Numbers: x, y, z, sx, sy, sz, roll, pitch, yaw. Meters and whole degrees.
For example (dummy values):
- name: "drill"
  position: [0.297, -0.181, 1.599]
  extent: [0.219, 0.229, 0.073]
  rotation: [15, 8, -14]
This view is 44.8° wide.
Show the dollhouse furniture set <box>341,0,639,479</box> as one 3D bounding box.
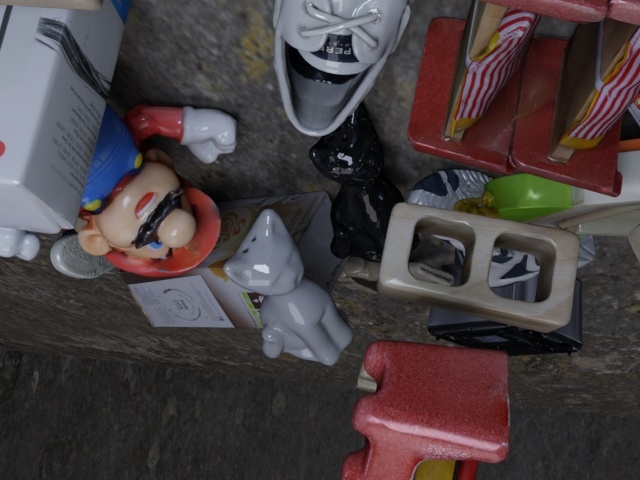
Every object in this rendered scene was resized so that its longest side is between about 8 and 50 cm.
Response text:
- name: "dollhouse furniture set"
  position: [0.117, -0.010, 0.432]
  extent: [0.152, 0.374, 0.201]
  rotation: [12, 164, 4]

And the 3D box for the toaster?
- name: "toaster"
  position: [0.271, 0.100, 1.109]
  extent: [0.168, 0.110, 0.186]
  rotation: [20, 159, -34]

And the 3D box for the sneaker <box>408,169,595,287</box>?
- name: "sneaker"
  position: [0.172, 0.001, 0.875]
  extent: [0.235, 0.094, 0.153]
  rotation: [6, 156, -28]

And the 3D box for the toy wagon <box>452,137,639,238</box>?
- name: "toy wagon"
  position: [0.278, -0.035, 0.657]
  extent: [0.344, 0.068, 0.267]
  rotation: [2, 172, -13]

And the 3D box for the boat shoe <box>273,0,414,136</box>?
- name: "boat shoe"
  position: [0.013, -0.150, 0.498]
  extent: [0.096, 0.088, 0.267]
  rotation: [11, 162, -9]

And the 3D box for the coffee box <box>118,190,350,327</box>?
- name: "coffee box"
  position: [-0.105, 0.027, 0.959]
  extent: [0.247, 0.141, 0.098]
  rotation: [-4, 128, 31]

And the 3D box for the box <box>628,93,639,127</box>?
- name: "box"
  position: [0.334, -0.114, 0.553]
  extent: [0.207, 0.036, 0.114]
  rotation: [-6, 157, 38]

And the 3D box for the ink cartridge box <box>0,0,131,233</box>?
- name: "ink cartridge box"
  position: [-0.222, -0.119, 0.509]
  extent: [0.148, 0.203, 0.086]
  rotation: [6, 162, 6]

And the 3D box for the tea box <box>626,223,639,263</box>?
- name: "tea box"
  position: [0.400, 0.004, 0.352]
  extent: [0.329, 0.220, 0.323]
  rotation: [-1, 150, -24]

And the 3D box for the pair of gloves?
- name: "pair of gloves"
  position: [0.043, 0.023, 1.087]
  extent: [0.240, 0.042, 0.204]
  rotation: [21, 162, -25]

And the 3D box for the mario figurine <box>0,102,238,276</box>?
- name: "mario figurine"
  position: [-0.180, -0.061, 0.691]
  extent: [0.198, 0.170, 0.320]
  rotation: [-23, 143, 12]

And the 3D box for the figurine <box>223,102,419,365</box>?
- name: "figurine"
  position: [0.000, 0.000, 0.750]
  extent: [0.092, 0.215, 0.209]
  rotation: [26, 159, 27]

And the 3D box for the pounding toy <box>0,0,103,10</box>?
- name: "pounding toy"
  position: [-0.179, -0.174, 0.423]
  extent: [0.130, 0.141, 0.100]
  rotation: [6, 162, 8]

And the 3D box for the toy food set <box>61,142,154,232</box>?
- name: "toy food set"
  position: [-0.267, -0.064, 0.922]
  extent: [0.111, 0.104, 0.232]
  rotation: [2, -176, -27]

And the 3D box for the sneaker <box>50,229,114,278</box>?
- name: "sneaker"
  position: [-0.298, 0.015, 0.953]
  extent: [0.085, 0.058, 0.152]
  rotation: [-3, -172, 21]
